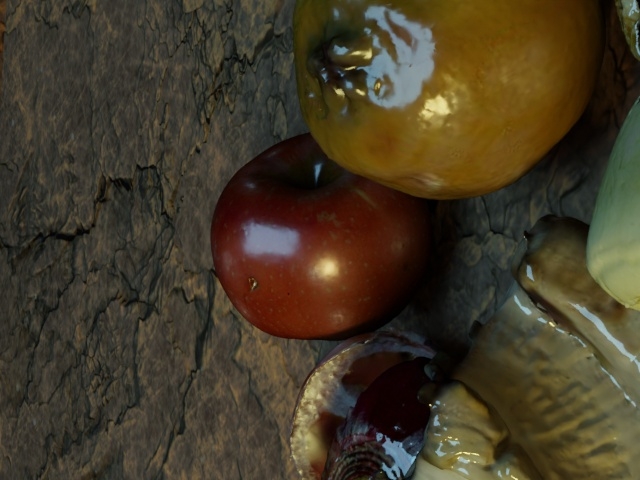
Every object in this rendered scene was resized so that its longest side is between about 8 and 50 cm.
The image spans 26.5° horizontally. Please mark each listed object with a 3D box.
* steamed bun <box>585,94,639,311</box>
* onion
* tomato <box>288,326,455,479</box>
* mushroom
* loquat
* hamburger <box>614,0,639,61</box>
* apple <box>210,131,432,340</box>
[{"bbox_3d":[0.315,-0.050,1.104,0.273,0.166,0.232,169,115,-76],"label":"steamed bun"},{"bbox_3d":[0.146,0.240,1.443,0.207,0.216,0.206,25,107,43],"label":"onion"},{"bbox_3d":[0.054,0.194,1.592,0.228,0.199,0.112,-53,20,7],"label":"tomato"},{"bbox_3d":[0.294,0.197,1.247,0.397,0.314,0.224,30,152,16],"label":"mushroom"},{"bbox_3d":[0.125,-0.202,1.370,0.328,0.328,0.328,3,94,55],"label":"loquat"},{"bbox_3d":[0.361,-0.249,1.202,0.231,0.107,0.231,-4,84,52],"label":"hamburger"},{"bbox_3d":[0.000,0.000,1.606,0.260,0.260,0.216,37,145,49],"label":"apple"}]
